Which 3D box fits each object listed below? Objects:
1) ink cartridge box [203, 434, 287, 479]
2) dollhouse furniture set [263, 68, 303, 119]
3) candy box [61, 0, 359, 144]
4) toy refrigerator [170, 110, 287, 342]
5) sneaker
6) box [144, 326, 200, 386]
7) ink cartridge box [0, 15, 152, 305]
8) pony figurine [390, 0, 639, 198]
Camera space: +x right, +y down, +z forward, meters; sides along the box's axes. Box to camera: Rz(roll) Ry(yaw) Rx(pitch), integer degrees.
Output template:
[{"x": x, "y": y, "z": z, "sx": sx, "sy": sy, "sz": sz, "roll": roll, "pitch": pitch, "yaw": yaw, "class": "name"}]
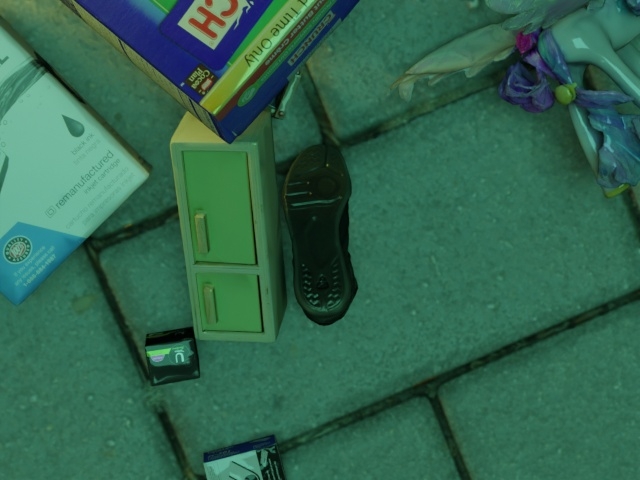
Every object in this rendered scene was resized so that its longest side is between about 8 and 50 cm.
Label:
[{"x": -0.078, "y": 0.361, "z": 1.600, "sx": 0.097, "sy": 0.046, "sz": 0.207, "roll": -14, "pitch": 98, "yaw": -3, "class": "ink cartridge box"}, {"x": -0.073, "y": -0.252, "z": 1.486, "sx": 0.129, "sy": 0.129, "sz": 0.183, "roll": 21, "pitch": 94, "yaw": -8, "class": "dollhouse furniture set"}, {"x": -0.132, "y": -0.309, "z": 1.347, "sx": 0.317, "sy": 0.122, "sz": 0.268, "roll": 40, "pitch": 87, "yaw": 10, "class": "candy box"}, {"x": -0.105, "y": -0.012, "z": 1.470, "sx": 0.102, "sy": 0.094, "sz": 0.269, "roll": 2, "pitch": 122, "yaw": 9, "class": "toy refrigerator"}, {"x": 0.000, "y": 0.000, "z": 1.555, "sx": 0.087, "sy": 0.130, "sz": 0.227, "roll": -5, "pitch": 69, "yaw": -1, "class": "sneaker"}, {"x": -0.182, "y": 0.142, "z": 1.543, "sx": 0.062, "sy": 0.083, "sz": 0.052, "roll": -10, "pitch": 98, "yaw": -5, "class": "box"}, {"x": -0.383, "y": -0.112, "z": 1.468, "sx": 0.223, "sy": 0.129, "sz": 0.307, "roll": -44, "pitch": 99, "yaw": 1, "class": "ink cartridge box"}, {"x": 0.302, "y": -0.241, "z": 1.486, "sx": 0.351, "sy": 0.303, "sz": 0.363, "roll": -40, "pitch": 97, "yaw": -33, "class": "pony figurine"}]
